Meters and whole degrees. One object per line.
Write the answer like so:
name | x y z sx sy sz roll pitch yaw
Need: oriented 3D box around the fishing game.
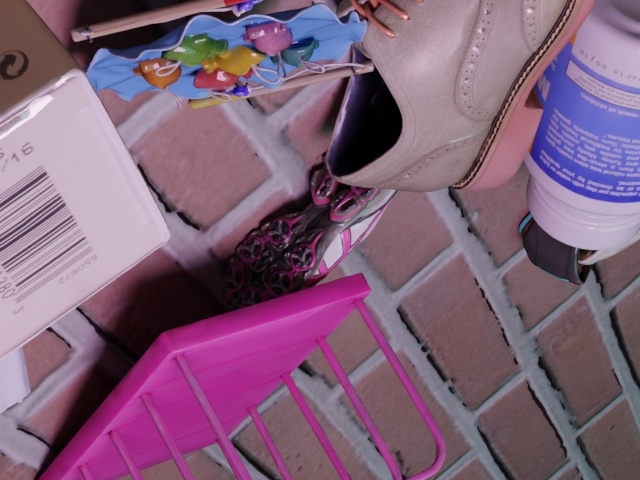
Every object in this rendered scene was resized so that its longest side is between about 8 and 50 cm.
fishing game | -0.061 -0.110 1.118 0.189 0.041 0.264 -11 173 6

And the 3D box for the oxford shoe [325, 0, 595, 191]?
oxford shoe | 0.095 -0.175 1.234 0.146 0.140 0.397 -10 136 -21

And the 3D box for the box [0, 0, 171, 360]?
box | -0.211 -0.101 0.774 0.121 0.311 0.148 -36 152 -8

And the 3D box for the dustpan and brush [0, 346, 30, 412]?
dustpan and brush | -0.314 0.100 1.223 0.211 0.060 0.147 -32 141 -29

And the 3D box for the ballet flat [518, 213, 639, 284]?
ballet flat | 0.312 -0.067 1.690 0.280 0.096 0.095 -51 150 19

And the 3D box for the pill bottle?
pill bottle | 0.252 -0.117 1.487 0.152 0.152 0.272 -26 149 -25

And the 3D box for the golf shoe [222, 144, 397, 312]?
golf shoe | 0.000 0.000 1.436 0.186 0.067 0.086 -45 152 9

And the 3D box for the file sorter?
file sorter | -0.066 0.193 1.440 0.202 0.182 0.290 -16 159 -38
